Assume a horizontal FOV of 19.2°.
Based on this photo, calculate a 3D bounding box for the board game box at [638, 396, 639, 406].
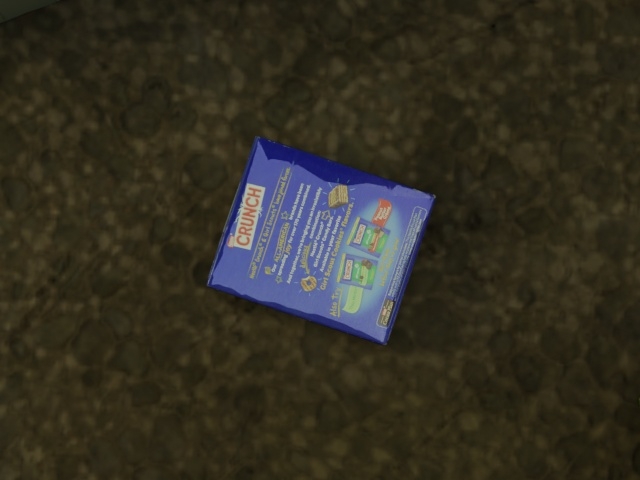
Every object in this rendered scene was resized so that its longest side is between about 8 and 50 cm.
[{"bbox_3d":[0.244,0.250,0.965,0.078,0.233,0.347,-6,86,-2],"label":"board game box"}]

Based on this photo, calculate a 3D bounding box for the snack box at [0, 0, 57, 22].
[{"bbox_3d":[-0.089,-0.196,1.005,0.322,0.187,0.060,-21,87,-3],"label":"snack box"}]

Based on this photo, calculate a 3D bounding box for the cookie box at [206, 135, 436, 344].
[{"bbox_3d":[0.000,0.000,1.069,0.107,0.040,0.091,19,86,-1],"label":"cookie box"}]
